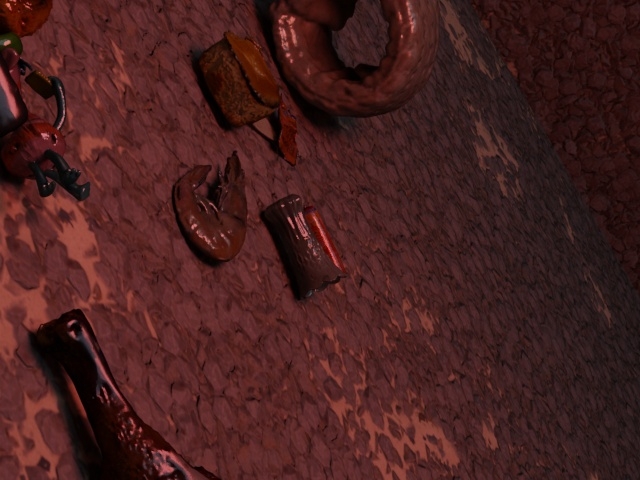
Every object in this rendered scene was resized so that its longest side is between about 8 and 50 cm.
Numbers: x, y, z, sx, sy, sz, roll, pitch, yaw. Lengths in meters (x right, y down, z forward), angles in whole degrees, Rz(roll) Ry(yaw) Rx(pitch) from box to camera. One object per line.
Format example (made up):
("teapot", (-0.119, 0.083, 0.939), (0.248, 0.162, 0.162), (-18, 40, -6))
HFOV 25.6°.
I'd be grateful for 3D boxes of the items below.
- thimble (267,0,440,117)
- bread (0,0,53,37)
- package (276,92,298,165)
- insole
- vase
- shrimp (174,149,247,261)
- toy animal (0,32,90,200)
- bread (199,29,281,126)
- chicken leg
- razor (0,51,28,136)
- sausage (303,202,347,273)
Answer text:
("thimble", (0.057, -0.361, 2.434), (0.291, 0.291, 0.195), (65, 23, 2))
("bread", (-0.388, -0.336, 1.662), (0.139, 0.095, 0.269), (38, 19, -52))
("package", (-0.054, -0.181, 2.289), (0.077, 0.033, 0.110), (85, -1, -57))
("insole", (-0.125, -0.211, 2.198), (0.192, 0.010, 0.063), (38, 34, -47))
("vase", (-0.027, 0.005, 2.105), (0.148, 0.081, 0.081), (64, 22, 6))
("shrimp", (-0.148, -0.061, 1.950), (0.126, 0.047, 0.223), (41, 32, -26))
("toy animal", (-0.318, -0.135, 1.571), (0.103, 0.100, 0.208), (-21, 69, -30))
("bread", (-0.119, -0.245, 2.144), (0.140, 0.069, 0.128), (63, 23, 6))
("chicken leg", (-0.169, 0.249, 1.510), (0.407, 0.096, 0.158), (54, 20, -18))
("razor", (-0.418, -0.218, 1.328), (0.326, 0.189, 0.107), (61, 23, -16))
("sausage", (0.000, 0.000, 2.220), (0.129, 0.034, 0.034), (66, 22, 2))
